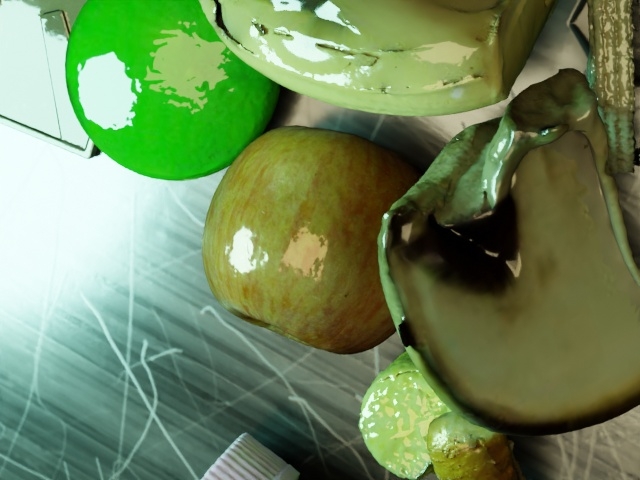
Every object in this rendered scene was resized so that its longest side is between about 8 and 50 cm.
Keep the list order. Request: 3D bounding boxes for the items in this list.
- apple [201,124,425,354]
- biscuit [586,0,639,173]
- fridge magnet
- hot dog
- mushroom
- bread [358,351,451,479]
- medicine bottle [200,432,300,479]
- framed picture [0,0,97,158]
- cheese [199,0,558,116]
[{"bbox_3d":[0.000,0.000,1.290,0.211,0.211,0.188,18,81,11],"label":"apple"},{"bbox_3d":[0.249,-0.179,1.221,0.046,0.147,0.250,-1,102,12],"label":"biscuit"},{"bbox_3d":[-0.138,-0.159,1.353,0.208,0.088,0.208,2,102,9],"label":"fridge magnet"},{"bbox_3d":[0.165,0.264,1.303,0.083,0.068,0.289,-21,126,4],"label":"hot dog"},{"bbox_3d":[0.148,0.012,1.219,0.217,0.212,0.292,-23,125,-4],"label":"mushroom"},{"bbox_3d":[0.099,0.156,1.340,0.111,0.114,0.129,38,104,13],"label":"bread"},{"bbox_3d":[-0.012,0.335,1.367,0.291,0.178,0.178,39,107,5],"label":"medicine bottle"},{"bbox_3d":[-0.262,-0.200,1.422,0.150,0.015,0.203,22,104,10],"label":"framed picture"},{"bbox_3d":[0.045,-0.212,1.228,0.316,0.259,0.128,12,130,19],"label":"cheese"}]
